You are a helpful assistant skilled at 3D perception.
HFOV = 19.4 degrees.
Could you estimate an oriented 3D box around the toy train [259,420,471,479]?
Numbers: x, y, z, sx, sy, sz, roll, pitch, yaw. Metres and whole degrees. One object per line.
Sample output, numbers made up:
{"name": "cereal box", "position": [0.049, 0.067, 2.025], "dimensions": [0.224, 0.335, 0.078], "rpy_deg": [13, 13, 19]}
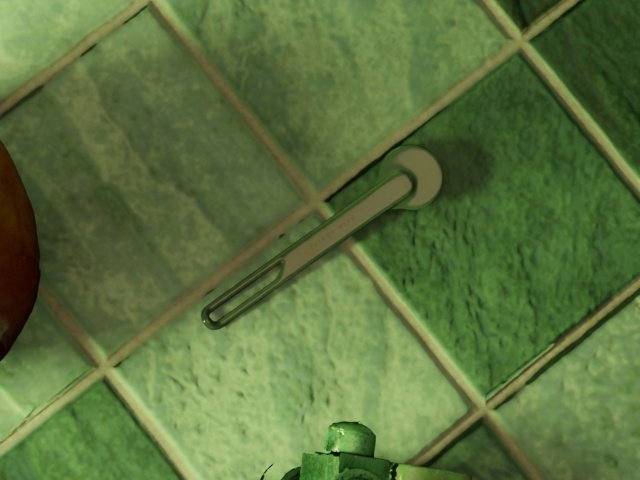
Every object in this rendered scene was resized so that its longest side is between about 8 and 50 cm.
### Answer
{"name": "toy train", "position": [0.037, 0.318, 1.672], "dimensions": [0.189, 0.126, 0.307], "rpy_deg": [13, 80, -34]}

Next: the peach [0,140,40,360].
{"name": "peach", "position": [-0.363, 0.000, 1.606], "dimensions": [0.281, 0.238, 0.281], "rpy_deg": [2, 99, 11]}

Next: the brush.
{"name": "brush", "position": [0.000, 0.000, 1.746], "dimensions": [0.266, 0.027, 0.062], "rpy_deg": [-35, 86, -3]}
